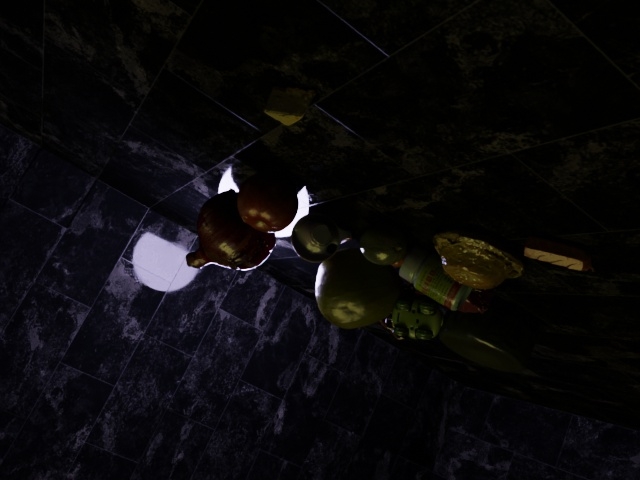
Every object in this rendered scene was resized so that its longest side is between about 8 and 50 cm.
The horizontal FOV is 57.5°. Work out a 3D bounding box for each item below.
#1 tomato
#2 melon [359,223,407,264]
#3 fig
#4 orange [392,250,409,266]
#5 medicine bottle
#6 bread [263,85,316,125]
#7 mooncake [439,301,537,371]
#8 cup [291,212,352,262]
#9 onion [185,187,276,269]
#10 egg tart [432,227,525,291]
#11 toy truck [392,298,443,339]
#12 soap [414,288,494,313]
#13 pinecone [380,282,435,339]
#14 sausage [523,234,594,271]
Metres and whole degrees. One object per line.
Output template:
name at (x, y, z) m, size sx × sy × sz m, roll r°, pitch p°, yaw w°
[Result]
tomato at (-0.174, -0.132, 1.953) m, size 0.208 × 0.184 × 0.208 m, roll 14°, pitch 158°, yaw 6°
melon at (0.208, 0.014, 1.914) m, size 0.139 × 0.139 × 0.192 m, roll 35°, pitch 167°, yaw -31°
fig at (0.151, 0.184, 2.287) m, size 0.343 × 0.343 × 0.343 m, roll 24°, pitch 165°, yaw 7°
orange at (0.273, 0.055, 2.063) m, size 0.083 × 0.083 × 0.083 m, roll 24°, pitch 165°, yaw 7°
medicine bottle at (0.389, 0.124, 1.947) m, size 0.225 × 0.139 × 0.139 m, roll 32°, pitch 169°, yaw 24°
bread at (-0.072, -0.319, 1.351) m, size 0.080 × 0.084 × 0.109 m, roll 30°, pitch 165°, yaw -21°
mooncake at (0.649, 0.357, 2.260) m, size 0.356 × 0.194 × 0.356 m, roll 24°, pitch 161°, yaw 9°
cup at (0.000, 0.000, 2.215) m, size 0.226 × 0.182 × 0.264 m, roll -5°, pitch 173°, yaw -4°
onion at (-0.378, -0.010, 2.324) m, size 0.348 × 0.385 × 0.348 m, roll 53°, pitch -169°, yaw -15°
egg tart at (0.458, 0.068, 1.742) m, size 0.295 × 0.116 × 0.295 m, roll 26°, pitch 165°, yaw 8°
toy truck at (0.369, 0.294, 2.214) m, size 0.187 × 0.148 × 0.210 m, roll 5°, pitch -179°, yaw 15°
soap at (0.480, 0.179, 2.096) m, size 0.289 × 0.112 × 0.182 m, roll 12°, pitch 165°, yaw 39°
pinecone at (0.371, 0.297, 2.429) m, size 0.244 × 0.244 × 0.309 m, roll 18°, pitch -179°, yaw 26°
sausage at (0.609, 0.035, 1.481) m, size 0.169 × 0.065 × 0.065 m, roll 17°, pitch 163°, yaw 28°
